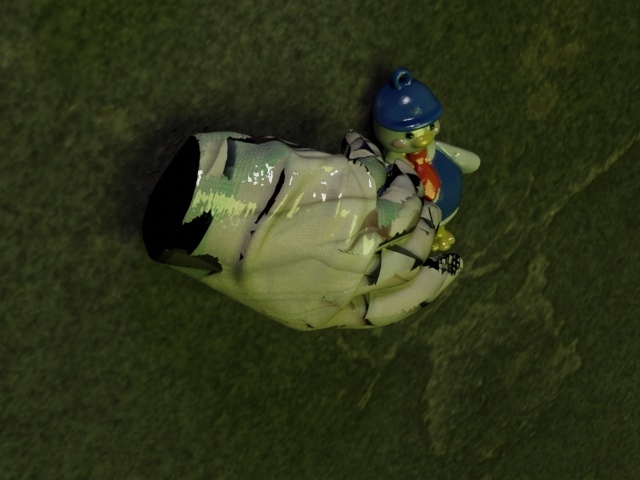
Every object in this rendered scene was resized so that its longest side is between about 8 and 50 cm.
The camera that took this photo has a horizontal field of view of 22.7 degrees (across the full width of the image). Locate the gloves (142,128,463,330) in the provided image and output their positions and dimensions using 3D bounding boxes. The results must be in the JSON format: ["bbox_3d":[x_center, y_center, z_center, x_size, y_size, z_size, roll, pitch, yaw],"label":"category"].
[{"bbox_3d":[0.003,0.001,0.947,0.212,0.111,0.128,16,106,-25],"label":"gloves"}]

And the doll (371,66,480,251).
[{"bbox_3d":[0.059,-0.051,1.037,0.098,0.057,0.143,-21,128,-17],"label":"doll"}]
